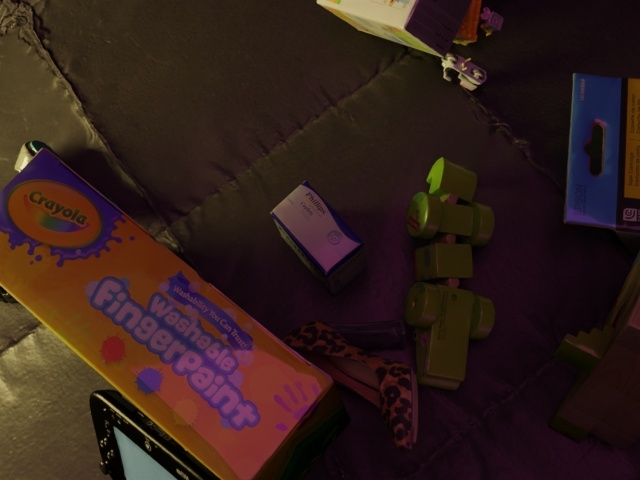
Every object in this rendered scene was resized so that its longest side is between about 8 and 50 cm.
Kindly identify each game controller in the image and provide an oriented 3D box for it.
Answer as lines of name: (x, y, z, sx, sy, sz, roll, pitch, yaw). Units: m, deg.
game controller: (-0.199, 0.309, 1.119, 0.067, 0.166, 0.319, -35, 40, -31)

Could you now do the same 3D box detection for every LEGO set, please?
LEGO set: (0.251, -0.381, 1.403, 0.132, 0.107, 0.287, 38, 71, -20)

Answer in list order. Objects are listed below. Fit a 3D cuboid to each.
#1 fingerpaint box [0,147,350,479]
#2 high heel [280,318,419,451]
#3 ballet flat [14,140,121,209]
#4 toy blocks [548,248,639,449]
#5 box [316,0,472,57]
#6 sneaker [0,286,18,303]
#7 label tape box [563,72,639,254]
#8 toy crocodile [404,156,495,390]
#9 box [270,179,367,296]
fingerpaint box: (-0.189, 0.131, 1.115, 0.445, 0.371, 0.163, 37, 78, 14)
high heel: (0.034, 0.197, 1.170, 0.186, 0.093, 0.261, -5, 30, 0)
ballet flat: (-0.396, -0.074, 1.368, 0.213, 0.072, 0.068, 39, 107, 16)
toy blocks: (0.431, 0.090, 1.104, 0.190, 0.381, 0.261, 27, 61, 14)
box: (0.111, -0.368, 1.331, 0.203, 0.114, 0.103, 31, 98, 43)
sneaker: (-0.560, 0.000, 1.347, 0.283, 0.107, 0.124, 17, 60, 6)
label tape box: (0.520, -0.102, 1.264, 0.333, 0.106, 0.241, 6, 73, 7)
toy crocodile: (0.176, 0.042, 1.254, 0.115, 0.105, 0.340, 8, 77, -21)
box: (0.000, 0.000, 1.261, 0.072, 0.137, 0.126, -40, 73, -7)
